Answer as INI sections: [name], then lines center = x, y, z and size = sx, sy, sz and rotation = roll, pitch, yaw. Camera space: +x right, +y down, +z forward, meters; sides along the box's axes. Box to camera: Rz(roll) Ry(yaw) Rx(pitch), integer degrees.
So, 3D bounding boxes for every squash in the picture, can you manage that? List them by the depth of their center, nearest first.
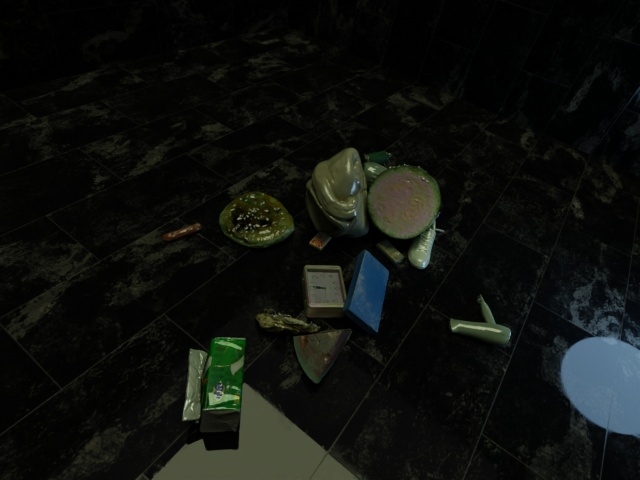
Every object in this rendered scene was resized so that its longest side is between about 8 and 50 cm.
[squash]
center = 0.331, -0.173, 1.736
size = 0.311, 0.310, 0.309
rotation = 10, 9, -3

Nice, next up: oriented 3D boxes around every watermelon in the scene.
[watermelon]
center = 0.037, 0.335, 1.241
size = 0.207, 0.202, 0.136
rotation = -20, 91, -28

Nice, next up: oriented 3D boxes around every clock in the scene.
[clock]
center = 0.011, 0.182, 1.439
size = 0.147, 0.071, 0.192
rotation = 3, 45, -11

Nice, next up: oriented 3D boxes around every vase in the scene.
[vase]
center = 0.314, -0.299, 1.973
size = 0.248, 0.128, 0.128
rotation = 18, 43, -8

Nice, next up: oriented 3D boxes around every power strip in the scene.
[power strip]
center = 0.291, 0.049, 1.669
size = 0.056, 0.032, 0.123
rotation = -23, 55, -30

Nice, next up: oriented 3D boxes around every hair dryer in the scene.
[hair dryer]
center = 0.585, 0.278, 1.496
size = 0.207, 0.075, 0.237
rotation = 12, 35, 8

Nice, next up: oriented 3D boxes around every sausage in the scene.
[sausage]
center = -0.537, -0.030, 1.554
size = 0.158, 0.042, 0.036
rotation = -23, 92, -30

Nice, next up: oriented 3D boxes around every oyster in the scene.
[oyster]
center = -0.107, 0.275, 1.302
size = 0.209, 0.133, 0.071
rotation = 17, 80, -10

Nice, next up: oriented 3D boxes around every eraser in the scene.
[eraser]
center = 0.171, 0.180, 1.448
size = 0.144, 0.043, 0.311
rotation = 41, 39, -16

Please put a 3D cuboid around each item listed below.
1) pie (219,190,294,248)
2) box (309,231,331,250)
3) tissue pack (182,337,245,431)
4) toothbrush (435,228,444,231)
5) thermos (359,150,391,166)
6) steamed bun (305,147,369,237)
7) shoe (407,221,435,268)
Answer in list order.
[pie]
center = -0.264, -0.089, 1.655
size = 0.323, 0.070, 0.323
rotation = 6, 45, -6
[box]
center = 0.000, 0.000, 1.663
size = 0.058, 0.015, 0.093
rotation = 28, 45, 13
[tissue pack]
center = -0.291, 0.392, 1.095
size = 0.156, 0.148, 0.209
rotation = 5, 44, -11
[toothbrush]
center = 0.507, -0.060, 1.848
size = 0.131, 0.011, 0.013
rotation = 16, 31, 4
[thermos]
center = 0.300, -0.436, 2.141
size = 0.188, 0.073, 0.083
rotation = -18, 50, -29
[steamed bun]
center = 0.062, -0.171, 1.650
size = 0.255, 0.367, 0.342
rotation = -3, 70, 17
[shoe]
center = 0.437, 0.001, 1.700
size = 0.095, 0.110, 0.265
rotation = 19, 41, 5
